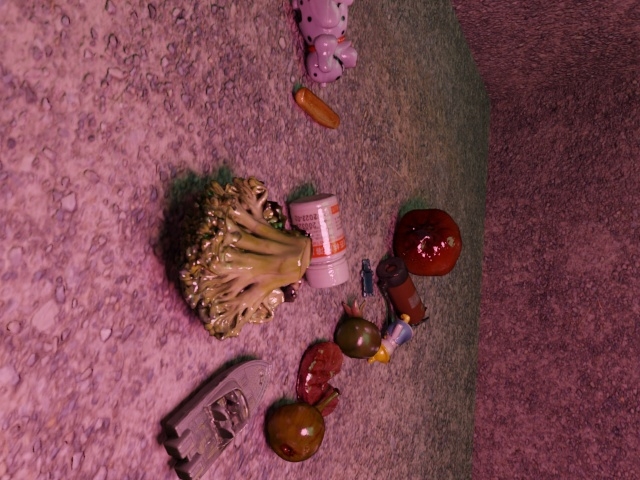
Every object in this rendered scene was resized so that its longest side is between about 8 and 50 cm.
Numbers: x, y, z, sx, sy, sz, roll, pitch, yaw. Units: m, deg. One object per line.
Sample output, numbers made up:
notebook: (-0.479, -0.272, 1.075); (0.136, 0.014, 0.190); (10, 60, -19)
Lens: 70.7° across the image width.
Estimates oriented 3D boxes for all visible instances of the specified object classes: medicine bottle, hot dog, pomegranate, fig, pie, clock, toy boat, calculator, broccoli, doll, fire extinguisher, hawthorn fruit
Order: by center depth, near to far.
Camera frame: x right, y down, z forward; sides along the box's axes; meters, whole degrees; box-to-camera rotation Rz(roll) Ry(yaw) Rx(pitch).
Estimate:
broccoli: (-0.167, 0.040, 0.978); (0.334, 0.271, 0.324); (-54, 170, -52)
toy boat: (-0.204, 0.368, 0.996); (0.319, 0.092, 0.141); (-40, 122, -51)
fig: (-0.039, 0.466, 1.204); (0.259, 0.151, 0.152); (-39, 120, -62)
medicine bottle: (0.000, 0.000, 1.291); (0.144, 0.144, 0.252); (-30, 115, -53)
pie: (0.003, 0.408, 1.343); (0.204, 0.054, 0.219); (43, 55, -47)
clock: (0.018, -0.597, 1.357); (0.189, 0.188, 0.254); (-30, 118, -53)
hot dog: (-0.012, -0.400, 1.388); (0.215, 0.047, 0.066); (18, 87, -55)
pomegranate: (0.117, 0.290, 1.471); (0.152, 0.131, 0.191); (25, 44, -47)
calculator: (0.170, 0.137, 1.643); (0.094, 0.019, 0.141); (3, 83, -57)
doll: (0.261, 0.371, 1.666); (0.241, 0.135, 0.099); (-31, 88, -35)
fire extinguisher: (0.314, 0.250, 1.801); (0.200, 0.113, 0.376); (-34, 124, -4)
hawthorn fruit: (0.448, 0.009, 1.856); (0.311, 0.294, 0.295); (0, 87, -57)
